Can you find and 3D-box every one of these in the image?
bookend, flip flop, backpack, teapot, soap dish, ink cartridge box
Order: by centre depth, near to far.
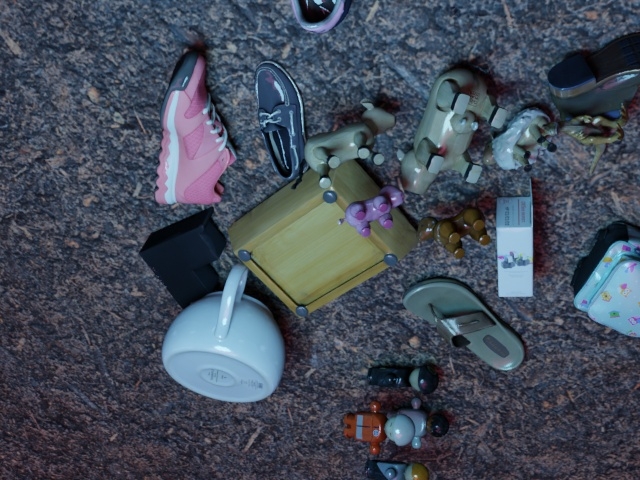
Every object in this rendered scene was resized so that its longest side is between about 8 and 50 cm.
[{"bbox_3d":[0.548,0.080,1.374,0.188,0.144,0.166,20,120,-5],"label":"backpack"},{"bbox_3d":[0.335,-0.005,1.386,0.062,0.104,0.181,-1,122,13],"label":"ink cartridge box"},{"bbox_3d":[0.000,0.000,1.460,0.291,0.118,0.229,-33,111,28],"label":"soap dish"},{"bbox_3d":[0.278,0.170,1.532,0.277,0.080,0.112,39,123,-14],"label":"flip flop"},{"bbox_3d":[-0.174,0.180,1.546,0.256,0.187,0.252,-18,134,38],"label":"teapot"},{"bbox_3d":[-0.240,0.038,1.568,0.157,0.072,0.156,-22,117,24],"label":"bookend"}]

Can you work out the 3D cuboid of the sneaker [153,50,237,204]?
[{"bbox_3d":[-0.207,-0.188,1.403,0.136,0.116,0.314,10,133,-6],"label":"sneaker"}]

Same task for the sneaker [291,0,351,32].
[{"bbox_3d":[0.005,-0.452,1.144,0.112,0.131,0.319,2,122,11],"label":"sneaker"}]

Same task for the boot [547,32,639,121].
[{"bbox_3d":[0.460,-0.246,1.231,0.219,0.082,0.106,-13,144,12],"label":"boot"}]

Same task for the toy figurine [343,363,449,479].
[{"bbox_3d":[0.165,0.371,1.614,0.148,0.213,0.209,-3,123,32],"label":"toy figurine"}]

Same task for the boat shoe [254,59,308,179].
[{"bbox_3d":[-0.069,-0.200,1.360,0.075,0.065,0.206,-7,111,22],"label":"boat shoe"}]

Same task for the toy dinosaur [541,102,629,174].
[{"bbox_3d":[0.420,-0.166,1.245,0.112,0.064,0.211,-10,162,44],"label":"toy dinosaur"}]

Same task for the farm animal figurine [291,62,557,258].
[{"bbox_3d":[0.162,-0.147,1.294,0.330,0.172,0.327,31,107,-25],"label":"farm animal figurine"}]
